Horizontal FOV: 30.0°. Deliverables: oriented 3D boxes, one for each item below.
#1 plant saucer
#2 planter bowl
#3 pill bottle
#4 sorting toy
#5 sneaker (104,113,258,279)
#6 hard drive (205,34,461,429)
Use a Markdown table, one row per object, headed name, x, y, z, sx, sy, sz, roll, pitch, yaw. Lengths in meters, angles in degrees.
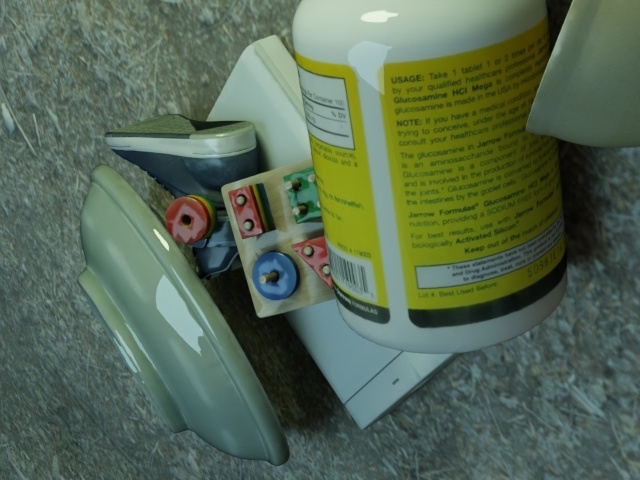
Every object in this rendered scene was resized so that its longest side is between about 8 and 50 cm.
| name | x | y | z | sx | sy | sz | roll | pitch | yaw |
| --- | --- | --- | --- | --- | --- | --- | --- | --- | --- |
| plant saucer | -0.182 | 0.106 | 1.361 | 0.400 | 0.100 | 0.400 | 53 | 166 | 20 |
| planter bowl | 0.210 | -0.126 | 0.752 | 0.109 | 0.162 | 0.162 | 22 | 135 | 9 |
| pill bottle | 0.082 | -0.100 | 0.895 | 0.188 | 0.188 | 0.334 | 20 | 127 | 47 |
| sorting toy | -0.015 | -0.006 | 1.094 | 0.274 | 0.046 | 0.132 | -16 | 91 | 23 |
| sneaker | -0.140 | -0.045 | 1.244 | 0.226 | 0.086 | 0.163 | 13 | 120 | 48 |
| hard drive | 0.000 | 0.000 | 1.205 | 0.353 | 0.047 | 0.233 | 56 | 146 | 12 |
